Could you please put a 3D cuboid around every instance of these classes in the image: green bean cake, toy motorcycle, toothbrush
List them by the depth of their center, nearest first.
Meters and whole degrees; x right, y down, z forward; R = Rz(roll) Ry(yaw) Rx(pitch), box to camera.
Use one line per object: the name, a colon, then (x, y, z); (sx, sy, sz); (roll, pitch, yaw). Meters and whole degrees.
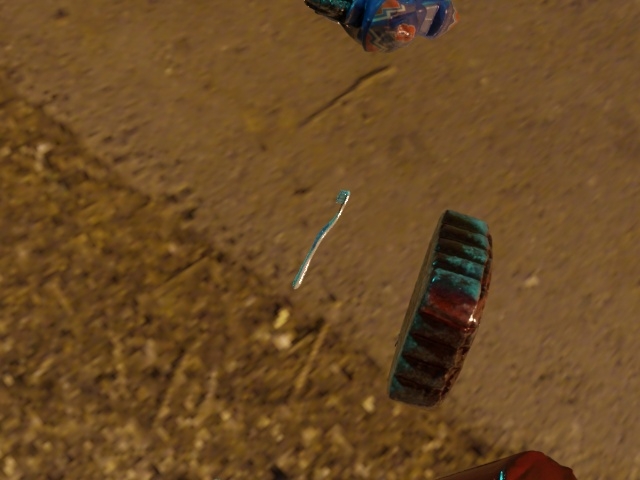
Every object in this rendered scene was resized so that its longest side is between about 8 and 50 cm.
green bean cake: (0.102, 0.059, 1.465); (0.056, 0.136, 0.135); (19, 124, -1)
toy motorcycle: (0.057, -0.223, 1.675); (0.114, 0.205, 0.076); (31, 111, 16)
toothbrush: (0.000, 0.000, 1.886); (0.013, 0.011, 0.131); (20, 116, -17)

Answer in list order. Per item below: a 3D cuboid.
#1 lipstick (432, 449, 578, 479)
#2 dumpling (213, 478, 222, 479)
lipstick: (0.039, 0.187, 1.050); (0.279, 0.073, 0.073); (-27, 95, 48)
dumpling: (-0.061, 0.219, 0.910); (0.149, 0.105, 0.217); (-6, 114, 46)
